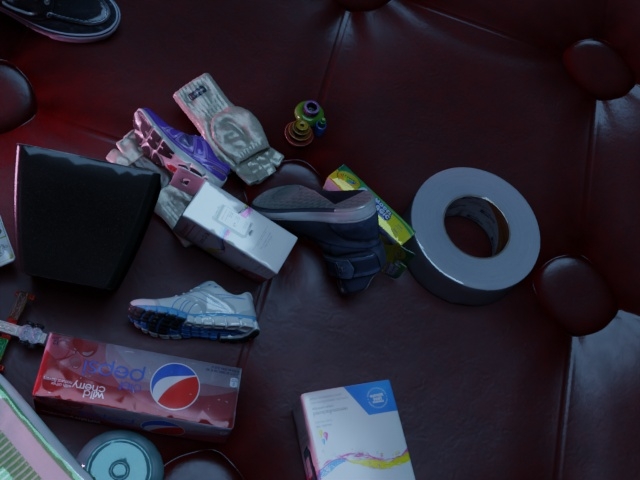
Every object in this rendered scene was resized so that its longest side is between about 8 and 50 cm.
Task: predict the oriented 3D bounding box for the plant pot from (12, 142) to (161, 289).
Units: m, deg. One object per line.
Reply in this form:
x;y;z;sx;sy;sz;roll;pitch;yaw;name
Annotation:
-0.329;-0.022;1.230;0.187;0.188;0.167;11;84;-9;plant pot

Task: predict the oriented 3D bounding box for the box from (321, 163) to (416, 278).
0.076;-0.025;1.382;0.043;0.105;0.179;-39;79;-27;box

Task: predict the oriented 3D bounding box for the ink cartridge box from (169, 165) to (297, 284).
-0.144;-0.020;1.293;0.198;0.115;0.067;33;71;-8;ink cartridge box

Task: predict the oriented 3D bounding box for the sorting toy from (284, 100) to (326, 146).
-0.019;-0.201;1.482;0.061;0.042;0.102;24;60;-2;sorting toy

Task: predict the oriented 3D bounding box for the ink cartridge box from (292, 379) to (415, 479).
0.053;0.320;1.217;0.134;0.078;0.231;-7;66;-18;ink cartridge box

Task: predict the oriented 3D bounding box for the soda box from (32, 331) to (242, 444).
-0.244;0.203;1.195;0.263;0.083;0.092;12;60;-8;soda box

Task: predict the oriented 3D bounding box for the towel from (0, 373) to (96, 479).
-0.463;0.335;1.079;0.248;0.038;0.325;45;68;8;towel

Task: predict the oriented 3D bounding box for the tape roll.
0.240;-0.007;1.435;0.219;0.072;0.219;6;63;-12;tape roll

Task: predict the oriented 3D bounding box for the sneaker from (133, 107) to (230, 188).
-0.212;-0.141;1.351;0.170;0.068;0.071;41;54;-8;sneaker

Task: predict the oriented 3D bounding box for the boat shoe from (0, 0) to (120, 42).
-0.455;-0.401;1.395;0.301;0.102;0.108;21;81;-25;boat shoe

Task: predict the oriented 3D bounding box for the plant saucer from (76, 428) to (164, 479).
-0.266;0.306;1.173;0.119;0.021;0.119;6;63;-12;plant saucer

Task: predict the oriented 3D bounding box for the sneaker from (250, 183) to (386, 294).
0.000;0.001;1.363;0.226;0.164;0.086;9;40;37;sneaker

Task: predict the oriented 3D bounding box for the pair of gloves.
-0.196;-0.126;1.396;0.204;0.042;0.240;43;68;2;pair of gloves

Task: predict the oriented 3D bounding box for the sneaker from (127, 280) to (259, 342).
-0.183;0.096;1.282;0.190;0.071;0.083;9;55;-20;sneaker

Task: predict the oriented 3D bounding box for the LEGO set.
-0.481;0.107;1.218;0.182;0.060;0.244;-24;70;-11;LEGO set
